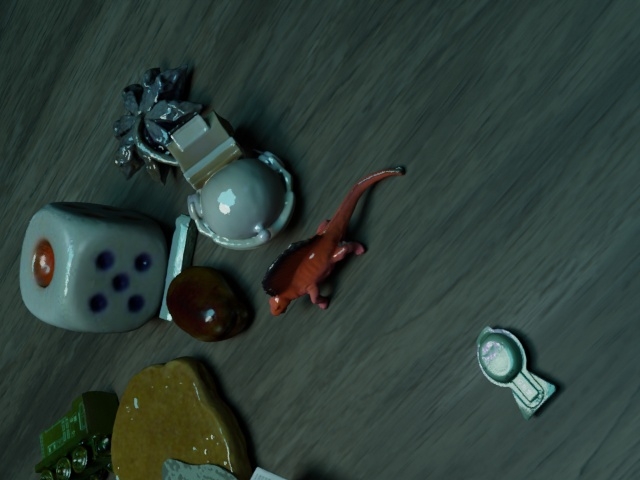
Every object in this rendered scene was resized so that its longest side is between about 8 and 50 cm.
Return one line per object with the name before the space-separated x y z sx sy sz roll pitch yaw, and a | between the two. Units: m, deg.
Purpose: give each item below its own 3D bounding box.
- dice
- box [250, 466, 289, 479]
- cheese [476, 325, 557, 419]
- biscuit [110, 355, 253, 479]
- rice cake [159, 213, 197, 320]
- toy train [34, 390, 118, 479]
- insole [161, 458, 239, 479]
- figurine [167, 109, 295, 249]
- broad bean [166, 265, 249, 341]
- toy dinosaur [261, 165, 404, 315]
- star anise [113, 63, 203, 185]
dice | -0.382 0.043 1.678 0.193 0.192 0.194 18 102 47
box | -0.067 0.431 1.369 0.135 0.081 0.199 17 66 28
cheese | 0.231 0.156 1.218 0.120 0.026 0.067 52 122 31
biscuit | -0.226 0.372 1.617 0.351 0.057 0.312 52 122 31
rice cake | -0.238 0.045 1.660 0.042 0.030 0.180 17 100 37
toy train | -0.439 0.374 1.801 0.225 0.090 0.137 -36 57 36
insole | -0.182 0.373 1.535 0.193 0.006 0.065 0 89 43
figurine | -0.132 -0.081 1.504 0.162 0.141 0.236 -39 67 -2
broad bean | -0.186 0.100 1.578 0.114 0.084 0.165 -56 46 5
toy dinosaur | -0.007 0.002 1.371 0.070 0.139 0.286 51 121 31
star anise | -0.274 -0.190 1.673 0.230 0.081 0.262 -54 52 14
